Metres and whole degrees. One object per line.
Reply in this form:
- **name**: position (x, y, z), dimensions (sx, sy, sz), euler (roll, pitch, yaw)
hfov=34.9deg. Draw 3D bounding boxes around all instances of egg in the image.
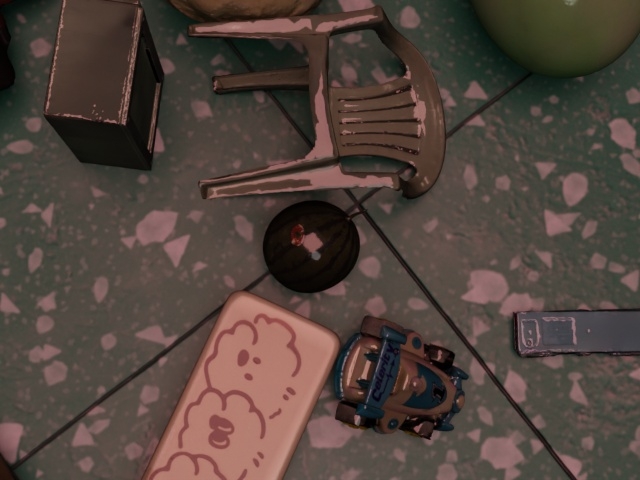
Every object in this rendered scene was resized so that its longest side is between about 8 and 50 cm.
- **egg**: position (0.271, -0.319, 1.152), dimensions (0.220, 0.220, 0.270), euler (-14, 84, -5)

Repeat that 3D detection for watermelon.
- **watermelon**: position (0.000, 0.000, 1.146), dimensions (0.133, 0.105, 0.105), euler (-33, 85, 17)

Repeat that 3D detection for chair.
- **chair**: position (0.007, -0.142, 1.147), dimensions (0.274, 0.190, 0.203), euler (-4, 83, 4)

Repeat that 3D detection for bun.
- **bun**: position (-0.093, -0.298, 1.167), dimensions (0.222, 0.127, 0.222), euler (4, 41, -3)

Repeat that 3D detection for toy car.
- **toy car**: position (0.100, 0.163, 1.126), dimensions (0.161, 0.098, 0.126), euler (22, 82, -16)

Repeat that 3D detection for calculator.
- **calculator**: position (0.311, 0.109, 1.196), dimensions (0.172, 0.018, 0.057), euler (-1, 83, -3)

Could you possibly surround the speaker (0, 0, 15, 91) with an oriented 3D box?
- **speaker**: position (-0.434, -0.327, 1.152), dimensions (0.198, 0.259, 0.329), euler (-14, 116, 34)

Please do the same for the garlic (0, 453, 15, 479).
- **garlic**: position (-0.461, 0.270, 1.028), dimensions (0.340, 0.246, 0.231), euler (44, 95, -8)

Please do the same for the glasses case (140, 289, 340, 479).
- **glasses case**: position (-0.104, 0.231, 1.127), dimensions (0.144, 0.076, 0.336), euler (24, 81, 0)

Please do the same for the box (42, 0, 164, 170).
- **box**: position (-0.227, -0.164, 1.100), dimensions (0.086, 0.225, 0.129), euler (8, 82, -2)
